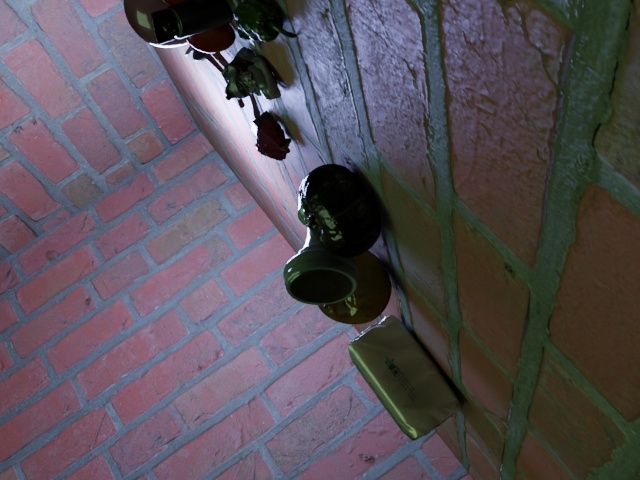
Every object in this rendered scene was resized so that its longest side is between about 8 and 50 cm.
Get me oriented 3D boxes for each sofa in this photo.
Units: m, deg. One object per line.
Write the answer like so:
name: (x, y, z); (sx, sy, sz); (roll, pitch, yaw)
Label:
sofa: (-0.175, -0.350, 2.198); (0.039, 0.060, 0.118); (49, 172, -2)

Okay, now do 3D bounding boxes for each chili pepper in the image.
chili pepper: (-0.129, -0.443, 1.478); (0.100, 0.074, 0.257); (55, 178, -24)

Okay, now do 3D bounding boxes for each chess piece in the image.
chess piece: (0.000, 0.000, 1.911); (0.195, 0.194, 0.299); (64, -160, -52)

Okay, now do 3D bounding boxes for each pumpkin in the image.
pumpkin: (0.041, -0.066, 1.716); (0.238, 0.159, 0.238); (58, 176, 7)

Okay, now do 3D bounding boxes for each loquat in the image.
loquat: (0.091, 0.123, 2.060); (0.244, 0.244, 0.244); (53, 173, 10)

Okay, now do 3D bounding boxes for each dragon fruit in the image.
dragon fruit: (-0.128, -0.295, 2.124); (0.106, 0.083, 0.162); (33, 158, 6)

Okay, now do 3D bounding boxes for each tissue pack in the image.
tissue pack: (0.271, 0.454, 2.389); (0.380, 0.207, 0.297); (53, 175, 14)

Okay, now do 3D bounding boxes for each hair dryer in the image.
hair dryer: (-0.308, -0.587, 1.642); (0.078, 0.195, 0.248); (31, 138, 40)

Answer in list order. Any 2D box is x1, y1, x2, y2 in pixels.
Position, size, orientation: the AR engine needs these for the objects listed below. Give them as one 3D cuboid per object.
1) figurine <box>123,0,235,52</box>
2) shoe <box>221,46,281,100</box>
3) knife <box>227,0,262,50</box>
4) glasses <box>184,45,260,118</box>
figurine: (-0.392, -0.600, 1.864); (0.261, 0.211, 0.270); (47, 169, 45)
shoe: (-0.189, -0.401, 1.819); (0.227, 0.125, 0.099); (49, 168, 49)
knife: (-0.221, -0.574, 1.622); (0.061, 0.027, 0.343); (36, 160, 56)
glasses: (-0.267, -0.499, 2.131); (0.268, 0.118, 0.234); (42, 178, -30)
